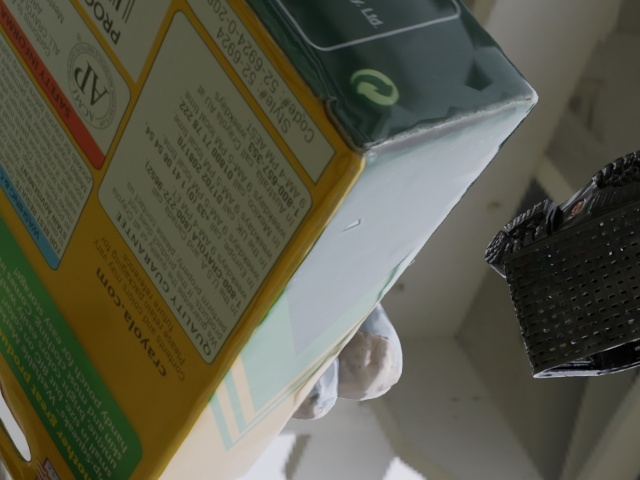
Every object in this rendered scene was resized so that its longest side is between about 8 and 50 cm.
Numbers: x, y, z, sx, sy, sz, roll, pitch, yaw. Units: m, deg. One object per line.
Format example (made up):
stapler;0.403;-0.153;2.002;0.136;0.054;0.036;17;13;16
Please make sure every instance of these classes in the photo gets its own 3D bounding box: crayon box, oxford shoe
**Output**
crayon box;-0.075;-0.022;0.526;0.203;0.083;0.323;55;-40;18
oxford shoe;0.256;-0.010;1.109;0.227;0.096;0.082;-30;-159;39

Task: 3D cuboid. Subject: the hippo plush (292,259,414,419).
hippo plush;0.000;0.000;1.162;0.234;0.294;0.236;46;-37;24

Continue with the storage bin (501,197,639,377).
storage bin;0.224;0.024;0.855;0.180;0.122;0.084;-26;-110;36
